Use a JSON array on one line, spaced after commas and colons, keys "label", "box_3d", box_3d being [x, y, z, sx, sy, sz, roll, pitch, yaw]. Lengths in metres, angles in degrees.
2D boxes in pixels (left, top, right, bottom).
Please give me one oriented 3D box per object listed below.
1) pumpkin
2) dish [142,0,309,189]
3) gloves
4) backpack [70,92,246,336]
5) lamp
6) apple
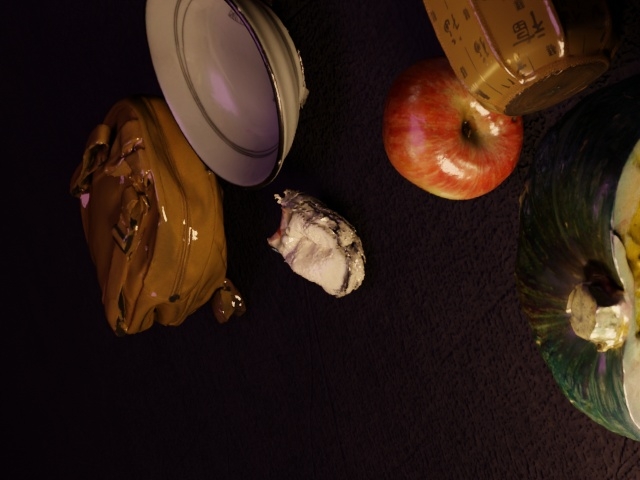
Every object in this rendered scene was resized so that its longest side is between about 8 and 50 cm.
[{"label": "pumpkin", "box_3d": [0.262, 0.013, 0.979, 0.197, 0.263, 0.293, 17, 114, 62]}, {"label": "dish", "box_3d": [-0.108, -0.227, 1.666, 0.316, 0.106, 0.316, 38, 143, 36]}, {"label": "gloves", "box_3d": [0.003, 0.000, 1.632, 0.153, 0.070, 0.114, 39, 127, 39]}, {"label": "backpack", "box_3d": [-0.248, -0.039, 1.927, 0.354, 0.201, 0.378, 68, 153, 17]}, {"label": "lamp", "box_3d": [0.176, -0.215, 1.143, 0.161, 0.161, 0.185, -40, 69, 59]}, {"label": "apple", "box_3d": [0.131, -0.117, 1.282, 0.131, 0.146, 0.146, -160, 60, -68]}]
